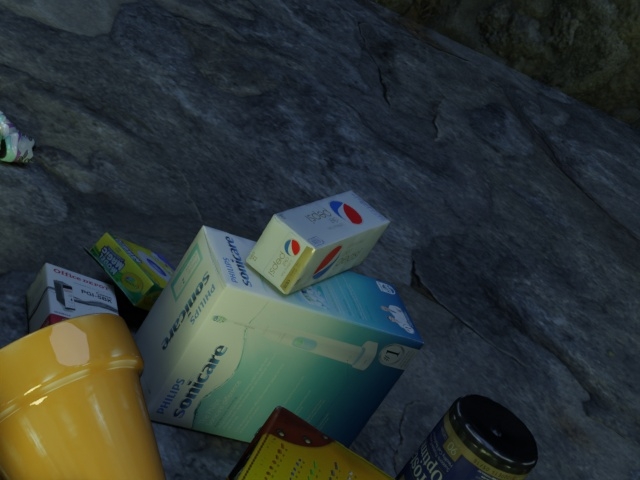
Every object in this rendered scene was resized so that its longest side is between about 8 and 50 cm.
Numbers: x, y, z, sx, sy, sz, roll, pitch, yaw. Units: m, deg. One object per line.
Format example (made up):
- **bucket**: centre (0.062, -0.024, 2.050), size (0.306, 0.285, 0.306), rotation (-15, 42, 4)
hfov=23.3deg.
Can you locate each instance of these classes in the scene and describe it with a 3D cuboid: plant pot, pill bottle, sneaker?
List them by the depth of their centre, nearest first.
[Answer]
- **plant pot**: centre (-0.254, 0.207, 1.602), size (0.205, 0.205, 0.188), rotation (-5, 61, -54)
- **pill bottle**: centre (0.156, 0.302, 1.875), size (0.123, 0.219, 0.123), rotation (28, 25, -14)
- **sneaker**: centre (-0.428, -0.142, 2.184), size (0.069, 0.038, 0.098), rotation (13, 42, -41)

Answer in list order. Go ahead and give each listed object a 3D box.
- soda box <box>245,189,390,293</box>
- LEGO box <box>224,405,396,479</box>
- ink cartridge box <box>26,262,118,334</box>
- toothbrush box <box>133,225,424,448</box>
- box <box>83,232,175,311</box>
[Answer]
- **soda box**: centre (0.000, 0.000, 1.890), size (0.069, 0.074, 0.216), rotation (40, 24, 16)
- **LEGO box**: centre (-0.106, 0.412, 1.180), size (0.193, 0.372, 0.500), rotation (34, 24, 0)
- **ink cartridge box**: centre (-0.298, 0.099, 1.881), size (0.099, 0.056, 0.135), rotation (20, 28, -27)
- **toothbrush box**: centre (-0.059, 0.134, 1.921), size (0.295, 0.216, 0.126), rotation (16, 29, -31)
- **box**: centre (-0.229, 0.048, 2.009), size (0.105, 0.043, 0.179), rotation (45, 9, 23)
